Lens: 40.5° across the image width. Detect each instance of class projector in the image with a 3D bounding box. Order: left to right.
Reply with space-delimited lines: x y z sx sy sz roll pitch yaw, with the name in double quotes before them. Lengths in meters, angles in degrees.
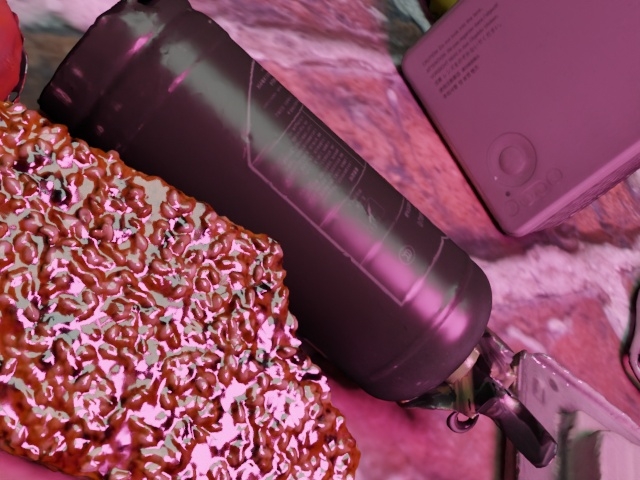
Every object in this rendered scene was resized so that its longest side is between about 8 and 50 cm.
"projector" 0.209 -0.149 0.668 0.099 0.257 0.192 -13 67 -50

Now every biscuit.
"biscuit" -0.071 0.042 0.372 0.237 0.026 0.131 28 71 -24

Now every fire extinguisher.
"fire extinguisher" 0.000 0.000 0.459 0.311 0.095 0.114 42 4 -11

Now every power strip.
"power strip" 0.207 0.179 0.540 0.213 0.064 0.198 35 37 -16

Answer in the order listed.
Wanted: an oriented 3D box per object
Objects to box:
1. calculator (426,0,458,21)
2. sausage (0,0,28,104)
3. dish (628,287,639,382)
"calculator" 0.159 -0.233 0.877 0.157 0.033 0.236 -14 67 -49
"sausage" -0.182 -0.072 0.365 0.076 0.076 0.141 45 38 -5
"dish" 0.405 0.119 0.744 0.303 0.120 0.303 27 41 -27
